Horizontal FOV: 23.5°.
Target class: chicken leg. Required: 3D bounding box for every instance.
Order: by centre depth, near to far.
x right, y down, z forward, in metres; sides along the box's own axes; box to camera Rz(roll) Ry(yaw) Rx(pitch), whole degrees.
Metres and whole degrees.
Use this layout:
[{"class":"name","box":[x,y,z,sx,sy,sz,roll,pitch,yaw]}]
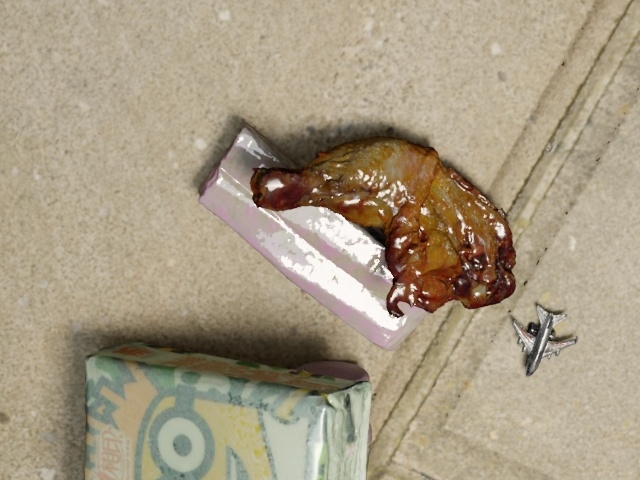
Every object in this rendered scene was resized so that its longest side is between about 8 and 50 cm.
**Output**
[{"class":"chicken leg","box":[0.076,-0.020,1.647,0.322,0.083,0.177,40,62,-16]}]

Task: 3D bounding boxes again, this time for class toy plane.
[{"class":"toy plane","box":[0.250,0.117,1.750,0.078,0.031,0.083,17,109,-6]}]

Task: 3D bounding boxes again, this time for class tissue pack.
[{"class":"tissue pack","box":[-0.108,0.244,1.676,0.310,0.128,0.228,8,101,26]}]

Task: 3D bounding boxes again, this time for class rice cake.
[{"class":"rice cake","box":[-0.002,0.000,1.698,0.298,0.050,0.106,39,105,-13]}]

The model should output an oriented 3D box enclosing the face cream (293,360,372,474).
[{"class":"face cream","box":[0.009,0.280,1.765,0.096,0.154,0.274,8,105,25]}]
